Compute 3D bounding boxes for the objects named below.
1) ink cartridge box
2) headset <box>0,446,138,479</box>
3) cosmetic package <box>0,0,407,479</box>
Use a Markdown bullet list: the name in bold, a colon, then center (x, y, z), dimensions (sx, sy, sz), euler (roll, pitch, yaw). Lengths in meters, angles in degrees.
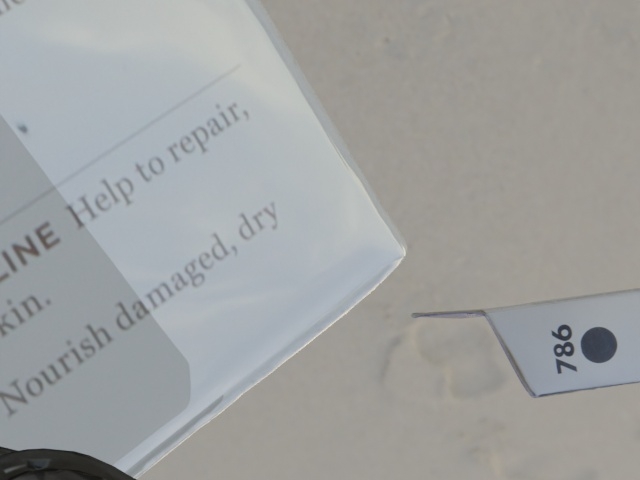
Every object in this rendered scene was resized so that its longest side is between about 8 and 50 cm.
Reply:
- **ink cartridge box**: center (0.237, 0.054, 0.961), dimensions (0.333, 0.065, 0.165), euler (-8, 176, 17)
- **headset**: center (-0.106, 0.226, 0.386), dimensions (0.185, 0.243, 0.394), euler (18, 110, -11)
- **cosmetic package**: center (-0.248, -0.057, 0.648), dimensions (0.327, 0.393, 0.329), euler (-38, -167, -27)
